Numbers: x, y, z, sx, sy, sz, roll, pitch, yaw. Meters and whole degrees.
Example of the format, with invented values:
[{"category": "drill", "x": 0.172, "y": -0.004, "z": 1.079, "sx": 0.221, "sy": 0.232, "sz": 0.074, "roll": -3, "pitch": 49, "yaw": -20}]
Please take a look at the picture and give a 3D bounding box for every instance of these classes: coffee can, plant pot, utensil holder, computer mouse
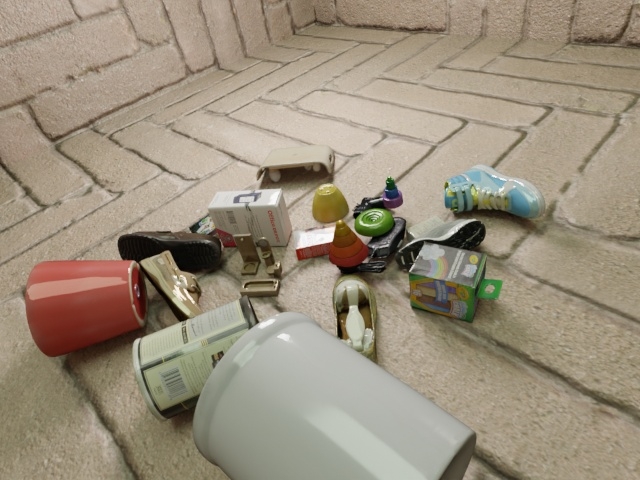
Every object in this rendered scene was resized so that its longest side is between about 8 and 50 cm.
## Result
[{"category": "coffee can", "x": -0.268, "y": 0.273, "z": 1.014, "sx": 0.275, "sy": 0.202, "sz": 0.202, "roll": -21, "pitch": 40, "yaw": -10}, {"category": "plant pot", "x": 0.028, "y": -0.142, "z": 1.507, "sx": 0.134, "sy": 0.095, "sz": 0.134, "roll": -7, "pitch": 41, "yaw": 6}, {"category": "utensil holder", "x": 0.024, "y": 0.359, "z": 0.753, "sx": 0.385, "sy": 0.328, "sz": 0.327, "roll": 27, "pitch": 53, "yaw": 34}, {"category": "computer mouse", "x": 0.160, "y": 0.026, "z": 1.314, "sx": 0.184, "sy": 0.060, "sz": 0.262, "roll": -5, "pitch": 35, "yaw": 34}, {"category": "plant pot", "x": -0.637, "y": 0.170, "z": 1.208, "sx": 0.243, "sy": 0.275, "sz": 0.275, "roll": -10, "pitch": 39, "yaw": -11}]

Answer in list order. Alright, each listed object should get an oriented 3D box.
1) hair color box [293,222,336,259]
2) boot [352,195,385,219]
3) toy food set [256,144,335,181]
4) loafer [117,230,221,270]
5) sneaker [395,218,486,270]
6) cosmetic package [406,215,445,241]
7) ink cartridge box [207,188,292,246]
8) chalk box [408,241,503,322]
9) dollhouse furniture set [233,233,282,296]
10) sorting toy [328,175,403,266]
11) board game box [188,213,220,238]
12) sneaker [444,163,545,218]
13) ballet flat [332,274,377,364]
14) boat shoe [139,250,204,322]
[{"category": "hair color box", "x": 0.000, "y": 0.000, "z": 1.381, "sx": 0.167, "sy": 0.053, "sz": 0.093, "roll": -12, "pitch": 40, "yaw": -1}, {"category": "boot", "x": 0.175, "y": -0.110, "z": 1.470, "sx": 0.121, "sy": 0.045, "sz": 0.099, "roll": 5, "pitch": 40, "yaw": 31}, {"category": "toy food set", "x": -0.098, "y": -0.312, "z": 1.763, "sx": 0.305, "sy": 0.093, "sz": 0.220, "roll": -3, "pitch": 29, "yaw": 9}, {"category": "loafer", "x": -0.498, "y": 0.033, "z": 1.439, "sx": 0.365, "sy": 0.134, "sz": 0.130, "roll": 5, "pitch": 18, "yaw": 7}, {"category": "sneaker", "x": 0.345, "y": 0.012, "z": 1.259, "sx": 0.271, "sy": 0.100, "sz": 0.108, "roll": -22, "pitch": 16, "yaw": -6}, {"category": "cosmetic package", "x": 0.331, "y": -0.027, "z": 1.334, "sx": 0.115, "sy": 0.041, "sz": 0.060, "roll": -23, "pitch": 41, "yaw": -11}, {"category": "ink cartridge box", "x": -0.230, "y": -0.073, "z": 1.433, "sx": 0.237, "sy": 0.172, "sz": 0.100, "roll": -1, "pitch": 41, "yaw": 14}, {"category": "chalk box", "x": 0.350, "y": 0.110, "z": 1.100, "sx": 0.212, "sy": 0.132, "sz": 0.132, "roll": 14, "pitch": 45, "yaw": 27}, {"category": "dollhouse furniture set", "x": -0.197, "y": 0.073, "z": 1.291, "sx": 0.143, "sy": 0.123, "sz": 0.151, "roll": -3, "pitch": 41, "yaw": 11}, {"category": "sorting toy", "x": 0.140, "y": -0.080, "z": 1.296, "sx": 0.127, "sy": 0.126, "sz": 0.365, "roll": 15, "pitch": 47, "yaw": 37}, {"category": "board game box", "x": -0.350, "y": -0.091, "z": 1.601, "sx": 0.136, "sy": 0.030, "sz": 0.259, "roll": 23, "pitch": 51, "yaw": 38}, {"category": "sneaker", "x": 0.516, "y": -0.126, "z": 1.340, "sx": 0.208, "sy": 0.127, "sz": 0.319, "roll": -22, "pitch": 31, "yaw": -13}, {"category": "ballet flat", "x": 0.086, "y": 0.184, "z": 1.093, "sx": 0.123, "sy": 0.123, "sz": 0.349, "roll": -8, "pitch": 40, "yaw": 6}, {"category": "boat shoe", "x": -0.408, "y": 0.139, "z": 1.251, "sx": 0.110, "sy": 0.122, "sz": 0.341, "roll": -33, "pitch": 55, "yaw": -27}]
